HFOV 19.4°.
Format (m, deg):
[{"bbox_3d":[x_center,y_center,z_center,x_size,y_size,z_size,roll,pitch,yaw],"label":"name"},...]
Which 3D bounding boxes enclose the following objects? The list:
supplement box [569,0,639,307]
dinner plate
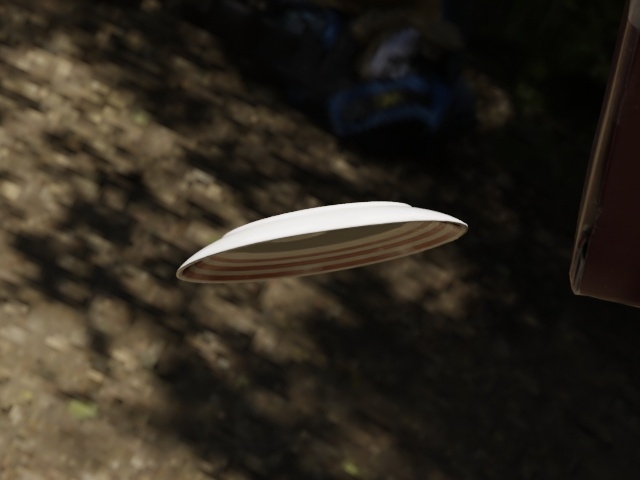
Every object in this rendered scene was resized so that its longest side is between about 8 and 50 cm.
[{"bbox_3d":[0.175,-0.032,0.326,0.239,0.130,0.073,13,41,6],"label":"supplement box"},{"bbox_3d":[0.000,0.000,0.896,0.141,0.141,0.017,2,76,-47],"label":"dinner plate"}]
